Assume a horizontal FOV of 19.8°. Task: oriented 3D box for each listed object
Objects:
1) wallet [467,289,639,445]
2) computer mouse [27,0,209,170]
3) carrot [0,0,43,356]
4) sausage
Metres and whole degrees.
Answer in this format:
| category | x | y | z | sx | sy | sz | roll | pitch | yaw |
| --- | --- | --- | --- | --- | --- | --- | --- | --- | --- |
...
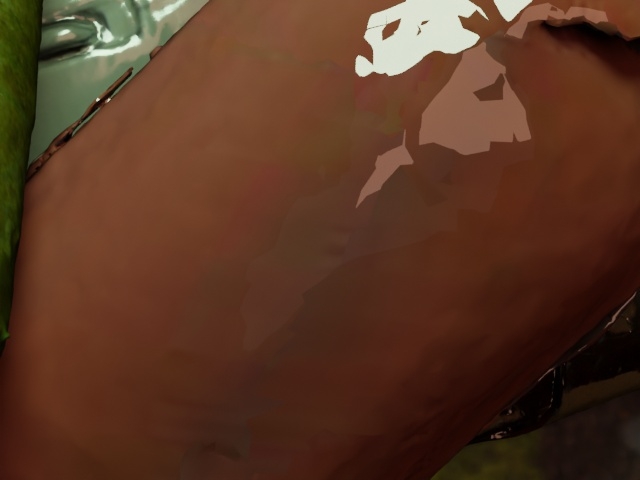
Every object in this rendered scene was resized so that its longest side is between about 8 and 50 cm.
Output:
| category | x | y | z | sx | sy | sz | roll | pitch | yaw |
| --- | --- | --- | --- | --- | --- | --- | --- | --- | --- |
| wallet | 0.092 | -0.002 | 0.659 | 0.232 | 0.031 | 0.122 | -18 | 87 | -22 |
| computer mouse | -0.050 | -0.073 | 0.607 | 0.181 | 0.056 | 0.089 | -17 | 81 | -22 |
| carrot | -0.110 | -0.032 | 0.487 | 0.074 | 0.074 | 0.359 | 12 | 47 | -19 |
| sausage | 0.000 | 0.000 | 0.535 | 0.279 | 0.152 | 0.152 | -42 | 97 | 2 |
